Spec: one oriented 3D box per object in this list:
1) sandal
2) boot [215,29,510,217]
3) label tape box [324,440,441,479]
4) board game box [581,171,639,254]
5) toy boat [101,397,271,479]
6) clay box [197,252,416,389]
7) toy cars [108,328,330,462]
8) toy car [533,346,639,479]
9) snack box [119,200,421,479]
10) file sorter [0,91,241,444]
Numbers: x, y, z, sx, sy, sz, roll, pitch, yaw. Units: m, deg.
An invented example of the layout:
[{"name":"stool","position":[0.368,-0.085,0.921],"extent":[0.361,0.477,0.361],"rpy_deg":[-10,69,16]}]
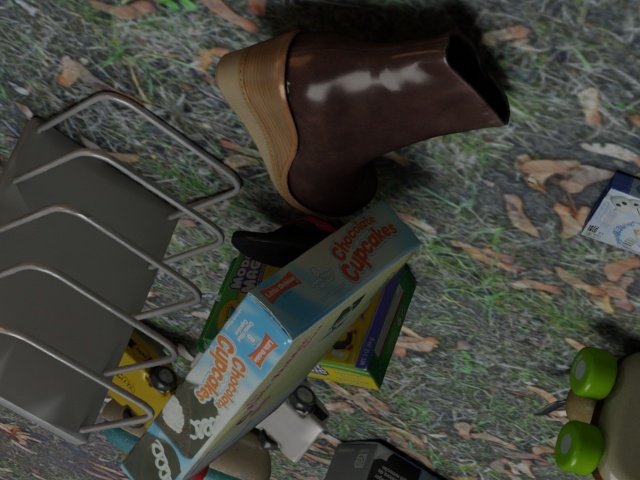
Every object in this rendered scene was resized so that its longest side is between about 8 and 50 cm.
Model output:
[{"name":"sandal","position":[0.000,0.000,1.387],"extent":[0.179,0.040,0.067],"rpy_deg":[2,158,8]},{"name":"boot","position":[0.053,-0.085,1.100],"extent":[0.207,0.090,0.248],"rpy_deg":[0,156,27]},{"name":"label tape box","position":[0.085,0.495,1.945],"extent":[0.249,0.347,0.115],"rpy_deg":[35,152,-27]},{"name":"board game box","position":[0.274,-0.016,1.145],"extent":[0.090,0.020,0.090],"rpy_deg":[21,155,3]},{"name":"toy boat","position":[-0.200,0.317,1.970],"extent":[0.267,0.148,0.318],"rpy_deg":[23,177,-5]},{"name":"clay box","position":[-0.024,0.073,1.436],"extent":[0.222,0.127,0.053],"rpy_deg":[8,152,25]},{"name":"toy cars","position":[-0.156,0.174,1.793],"extent":[0.394,0.087,0.176],"rpy_deg":[6,115,28]},{"name":"toy car","position":[0.299,0.192,1.425],"extent":[0.155,0.149,0.188],"rpy_deg":[16,168,-14]},{"name":"snack box","position":[-0.051,0.108,1.249],"extent":[0.060,0.187,0.322],"rpy_deg":[47,136,9]},{"name":"file sorter","position":[-0.219,0.024,1.323],"extent":[0.193,0.277,0.173],"rpy_deg":[35,148,-28]}]
